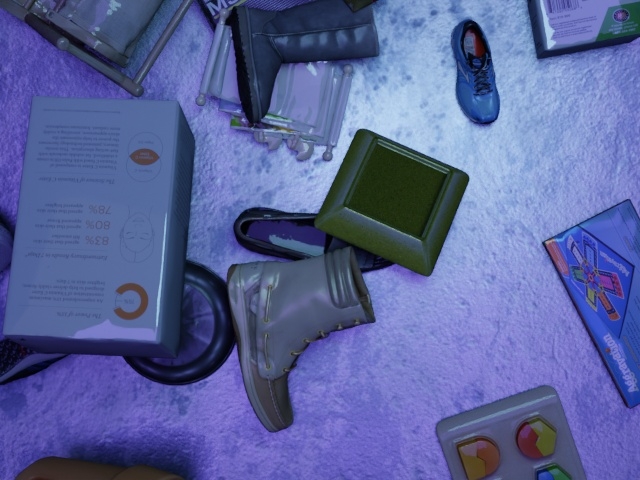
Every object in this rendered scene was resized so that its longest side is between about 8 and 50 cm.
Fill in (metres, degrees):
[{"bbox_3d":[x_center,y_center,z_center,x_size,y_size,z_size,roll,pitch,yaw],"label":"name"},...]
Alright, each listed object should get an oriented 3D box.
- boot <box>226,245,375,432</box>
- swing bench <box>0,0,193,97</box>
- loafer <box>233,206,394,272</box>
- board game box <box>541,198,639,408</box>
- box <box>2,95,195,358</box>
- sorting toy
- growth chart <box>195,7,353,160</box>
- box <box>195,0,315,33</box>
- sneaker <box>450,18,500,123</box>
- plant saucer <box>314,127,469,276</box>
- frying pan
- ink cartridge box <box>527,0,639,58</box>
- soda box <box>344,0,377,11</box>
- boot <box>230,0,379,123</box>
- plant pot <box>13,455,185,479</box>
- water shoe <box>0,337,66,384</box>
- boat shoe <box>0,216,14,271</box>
[{"bbox_3d":[-0.016,0.147,1.535,0.203,0.095,0.262,-10,95,10],"label":"boot"},{"bbox_3d":[-0.315,-0.389,1.515,0.255,0.165,0.253,36,94,39],"label":"swing bench"},{"bbox_3d":[0.000,0.000,1.555,0.267,0.084,0.096,5,91,3],"label":"loafer"},{"bbox_3d":[0.462,0.095,1.563,0.145,0.027,0.281,-27,89,1],"label":"board game box"},{"bbox_3d":[-0.307,-0.015,1.491,0.215,0.168,0.345,3,76,2],"label":"box"},{"bbox_3d":[0.295,0.345,1.567,0.193,0.038,0.208,-19,89,3],"label":"sorting toy"},{"bbox_3d":[-0.068,-0.224,1.561,0.237,0.021,0.172,21,99,-8],"label":"growth chart"},{"bbox_3d":[-0.092,-0.382,1.577,0.191,0.045,0.184,-29,92,2],"label":"box"},{"bbox_3d":[0.229,-0.252,1.549,0.063,0.073,0.162,-14,90,2],"label":"sneaker"},{"bbox_3d":[0.111,-0.068,1.531,0.188,0.045,0.188,24,65,2],"label":"plant saucer"},{"bbox_3d":[-0.278,0.091,1.591,0.326,0.053,0.197,33,91,-1],"label":"frying pan"},{"bbox_3d":[0.380,-0.388,1.534,0.153,0.087,0.208,-10,91,3],"label":"ink cartridge box"},{"bbox_3d":[0.025,-0.423,1.512,0.061,0.058,0.181,-30,74,-23],"label":"soda box"},{"bbox_3d":[-0.018,-0.268,1.515,0.208,0.076,0.189,-4,88,-18],"label":"boot"},{"bbox_3d":[-0.344,0.440,1.495,0.203,0.291,0.291,18,91,19],"label":"plant pot"},{"bbox_3d":[-0.426,0.159,1.581,0.203,0.080,0.073,-22,77,-2],"label":"water shoe"},{"bbox_3d":[-0.622,0.054,1.579,0.335,0.121,0.119,-27,48,-6],"label":"boat shoe"}]
